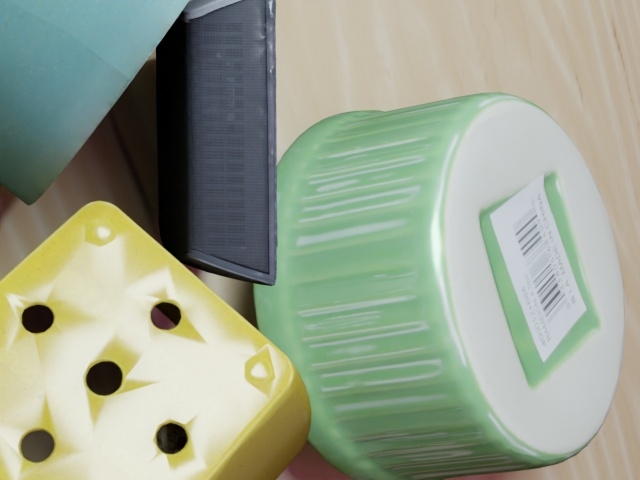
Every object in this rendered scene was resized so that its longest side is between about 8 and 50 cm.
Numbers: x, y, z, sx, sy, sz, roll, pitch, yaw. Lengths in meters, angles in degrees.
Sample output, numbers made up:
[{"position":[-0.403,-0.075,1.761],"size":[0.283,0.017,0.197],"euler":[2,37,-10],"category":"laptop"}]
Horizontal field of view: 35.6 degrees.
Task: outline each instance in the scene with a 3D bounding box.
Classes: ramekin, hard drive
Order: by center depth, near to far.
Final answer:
[{"position":[-0.071,-0.065,0.621],"size":[0.054,0.255,0.172],"euler":[-1,96,-13],"category":"hard drive"},{"position":[0.106,0.034,0.754],"size":[0.303,0.148,0.303],"euler":[16,69,-47],"category":"ramekin"}]

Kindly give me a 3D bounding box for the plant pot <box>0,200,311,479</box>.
[{"position":[-0.128,0.102,0.566],"size":[0.212,0.187,0.212],"euler":[41,64,4],"category":"plant pot"}]

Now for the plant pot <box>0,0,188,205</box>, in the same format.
[{"position":[-0.175,-0.205,0.538],"size":[0.235,0.293,0.293],"euler":[35,69,-18],"category":"plant pot"}]

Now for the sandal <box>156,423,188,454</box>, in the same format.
[{"position":[-0.107,0.156,0.688],"size":[0.079,0.088,0.240],"euler":[37,74,-35],"category":"sandal"}]
